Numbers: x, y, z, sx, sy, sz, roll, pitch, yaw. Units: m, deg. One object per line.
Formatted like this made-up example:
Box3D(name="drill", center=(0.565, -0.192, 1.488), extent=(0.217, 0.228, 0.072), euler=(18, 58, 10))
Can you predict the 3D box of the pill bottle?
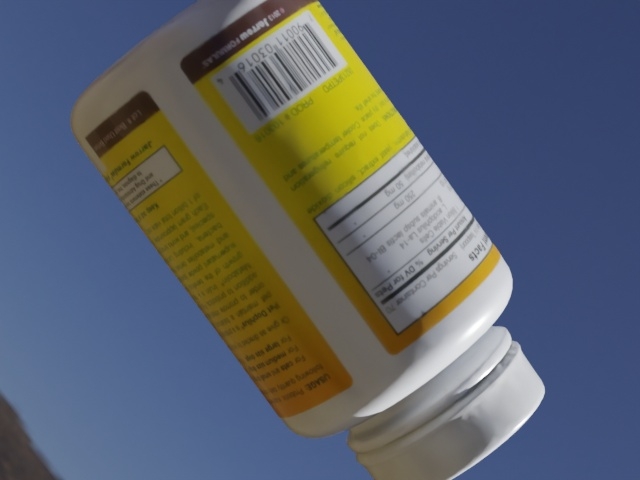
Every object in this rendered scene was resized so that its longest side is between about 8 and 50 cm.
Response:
Box3D(name="pill bottle", center=(0.000, 0.000, 0.629), extent=(0.215, 0.117, 0.117), euler=(54, -18, -4))
